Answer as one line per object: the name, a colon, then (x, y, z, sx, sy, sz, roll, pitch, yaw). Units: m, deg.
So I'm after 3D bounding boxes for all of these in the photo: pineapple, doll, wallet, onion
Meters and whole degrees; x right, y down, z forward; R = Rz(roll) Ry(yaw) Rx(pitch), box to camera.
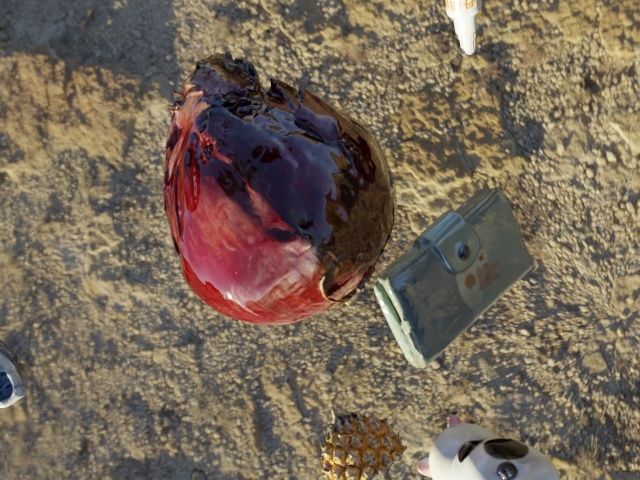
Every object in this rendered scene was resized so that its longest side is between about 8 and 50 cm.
pineapple: (0.058, 0.369, 0.996, 0.161, 0.176, 0.137, -43, 68, 24)
doll: (0.209, 0.293, 0.683, 0.110, 0.180, 0.107, -41, 94, -17)
wallet: (0.280, 0.064, 1.100, 0.360, 0.252, 0.083, -38, 27, -19)
onion: (-0.027, -0.037, 0.550, 0.221, 0.280, 0.281, -34, 68, 23)

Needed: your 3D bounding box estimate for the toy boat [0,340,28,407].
toy boat: (-0.545, 0.163, 0.720, 0.308, 0.142, 0.129, 17, 90, -7)

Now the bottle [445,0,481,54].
bottle: (0.230, -0.400, 0.875, 0.060, 0.217, 0.060, -12, 50, 15)
